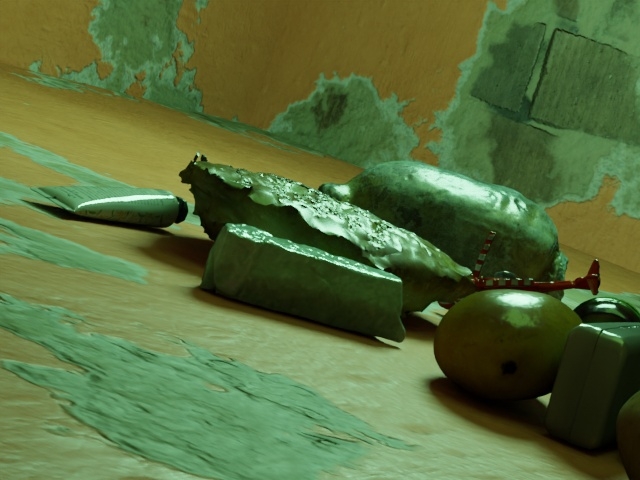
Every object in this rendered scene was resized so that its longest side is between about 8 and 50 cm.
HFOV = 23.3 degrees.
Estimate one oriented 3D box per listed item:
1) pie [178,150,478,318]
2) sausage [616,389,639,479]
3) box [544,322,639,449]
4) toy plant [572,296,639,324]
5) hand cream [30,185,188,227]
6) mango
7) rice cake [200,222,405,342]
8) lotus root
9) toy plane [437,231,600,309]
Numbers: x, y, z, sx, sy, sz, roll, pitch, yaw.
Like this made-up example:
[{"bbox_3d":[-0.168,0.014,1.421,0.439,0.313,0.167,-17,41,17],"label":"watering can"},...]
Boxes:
[{"bbox_3d":[0.000,0.000,1.683,0.355,0.103,0.288,21,5,-17],"label":"pie"},{"bbox_3d":[0.330,0.186,0.982,0.136,0.123,0.501,18,5,-26],"label":"sausage"},{"bbox_3d":[0.271,0.126,1.392,0.055,0.103,0.244,17,5,25],"label":"box"},{"bbox_3d":[0.324,0.107,1.765,0.093,0.092,0.162,21,7,13],"label":"toy plant"},{"bbox_3d":[-0.218,-0.037,1.657,0.067,0.042,0.194,33,19,35],"label":"hand cream"},{"bbox_3d":[0.175,0.096,1.412,0.136,0.099,0.227,-3,-7,11],"label":"mango"},{"bbox_3d":[-0.012,0.039,1.473,0.206,0.069,0.063,15,7,-23],"label":"rice cake"},{"bbox_3d":[0.160,-0.016,2.030,0.350,0.175,0.175,20,6,-1],"label":"lotus root"},{"bbox_3d":[0.226,0.049,1.781,0.077,0.194,0.126,43,26,-56],"label":"toy plane"}]
